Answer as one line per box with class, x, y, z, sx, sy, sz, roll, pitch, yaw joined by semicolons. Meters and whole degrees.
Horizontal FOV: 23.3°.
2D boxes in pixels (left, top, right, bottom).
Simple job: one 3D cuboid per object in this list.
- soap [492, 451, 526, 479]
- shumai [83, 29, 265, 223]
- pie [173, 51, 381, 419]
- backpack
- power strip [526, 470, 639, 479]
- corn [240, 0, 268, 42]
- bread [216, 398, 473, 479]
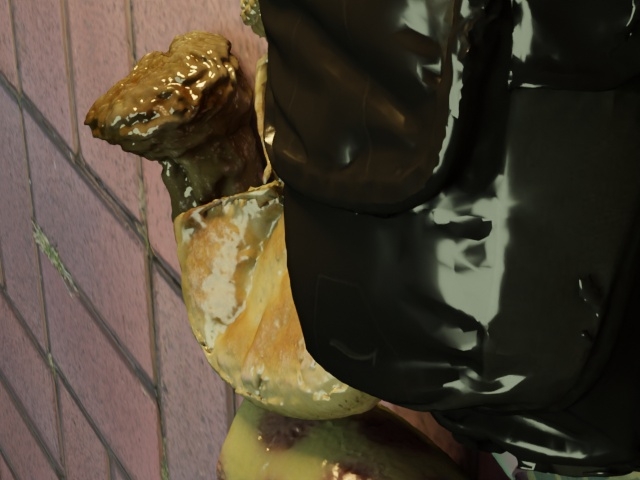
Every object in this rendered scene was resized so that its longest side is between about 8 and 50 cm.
soap;0.144;0.086;1.095;0.056;0.100;0.149;-47;58;53
shumai;-0.128;-0.108;1.565;0.176;0.166;0.206;54;176;-22
pie;0.000;0.000;1.265;0.337;0.075;0.338;-6;82;46
backpack;0.107;-0.083;0.910;0.363;0.254;0.446;22;110;60
power strip;0.210;0.168;1.097;0.080;0.029;0.227;70;155;11
corn;0.000;-0.238;1.233;0.211;0.087;0.087;-43;65;59
bread;0.065;0.248;1.280;0.338;0.187;0.155;40;106;51
